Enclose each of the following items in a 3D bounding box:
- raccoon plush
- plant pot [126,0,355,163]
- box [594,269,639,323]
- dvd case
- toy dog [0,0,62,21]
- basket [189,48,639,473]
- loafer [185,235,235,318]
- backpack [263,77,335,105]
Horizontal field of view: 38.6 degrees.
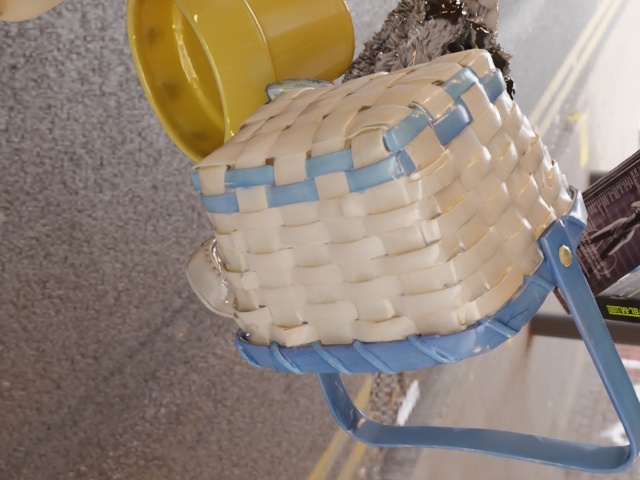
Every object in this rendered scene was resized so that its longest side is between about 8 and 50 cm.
[{"bbox_3d":[0.091,-0.268,1.382,0.216,0.446,0.299,60,12,-32],"label":"raccoon plush"},{"bbox_3d":[-0.094,-0.257,1.222,0.239,0.254,0.254,-27,124,-25],"label":"plant pot"},{"bbox_3d":[0.499,0.058,1.239,0.190,0.184,0.045,-24,100,-19],"label":"box"},{"bbox_3d":[0.371,-0.018,1.146,0.164,0.221,0.018,49,8,-39],"label":"dvd case"},{"bbox_3d":[-0.248,-0.407,0.719,0.408,0.284,0.395,122,-13,-46],"label":"toy dog"},{"bbox_3d":[0.067,0.031,0.621,0.201,0.254,0.289,-39,116,-44],"label":"basket"},{"bbox_3d":[0.000,0.000,0.923,0.319,0.111,0.112,-17,66,-50],"label":"loafer"},{"bbox_3d":[-0.021,-0.150,1.084,0.114,0.105,0.084,-116,-157,-78],"label":"backpack"}]
